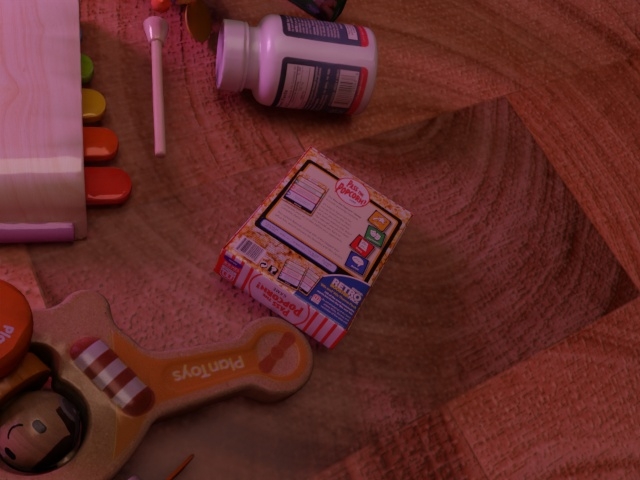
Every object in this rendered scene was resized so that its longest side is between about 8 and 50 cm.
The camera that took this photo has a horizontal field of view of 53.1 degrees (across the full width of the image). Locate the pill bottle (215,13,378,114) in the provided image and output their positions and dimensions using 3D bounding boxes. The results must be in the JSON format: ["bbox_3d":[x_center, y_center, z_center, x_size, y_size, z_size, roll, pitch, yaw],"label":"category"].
[{"bbox_3d":[-0.031,-0.214,0.773,0.180,0.108,0.108,3,63,-16],"label":"pill bottle"}]

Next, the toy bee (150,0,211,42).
[{"bbox_3d":[-0.156,-0.327,0.722,0.162,0.298,0.195,-42,114,-26],"label":"toy bee"}]

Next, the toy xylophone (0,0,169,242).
[{"bbox_3d":[-0.280,-0.148,0.675,0.236,0.081,0.322,5,63,-15],"label":"toy xylophone"}]

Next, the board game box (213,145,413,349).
[{"bbox_3d":[0.000,0.000,0.691,0.147,0.045,0.193,34,49,2],"label":"board game box"}]

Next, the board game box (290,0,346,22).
[{"bbox_3d":[-0.082,-0.442,0.812,0.317,0.213,0.046,33,59,0],"label":"board game box"}]

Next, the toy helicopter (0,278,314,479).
[{"bbox_3d":[-0.153,0.145,0.545,0.355,0.140,0.235,-7,59,-34],"label":"toy helicopter"}]
